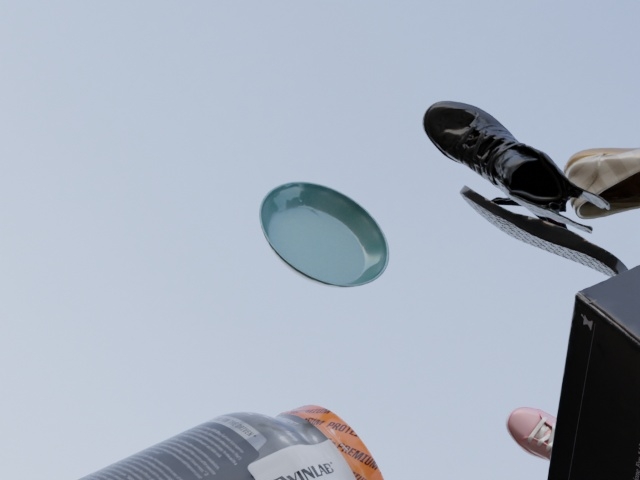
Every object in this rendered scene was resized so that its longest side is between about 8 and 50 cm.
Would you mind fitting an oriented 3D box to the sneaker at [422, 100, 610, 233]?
[{"bbox_3d":[0.158,-0.064,1.513,0.170,0.051,0.089,37,0,4],"label":"sneaker"}]

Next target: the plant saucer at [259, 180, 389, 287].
[{"bbox_3d":[0.000,0.000,1.553,0.119,0.119,0.021,44,-49,16],"label":"plant saucer"}]

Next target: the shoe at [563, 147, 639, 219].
[{"bbox_3d":[0.331,-0.061,1.675,0.219,0.058,0.077,-11,-55,15],"label":"shoe"}]

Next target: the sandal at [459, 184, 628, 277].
[{"bbox_3d":[0.209,-0.015,1.686,0.179,0.040,0.067,25,-7,30],"label":"sandal"}]

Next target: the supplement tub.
[{"bbox_3d":[-0.108,0.253,1.414,0.193,0.316,0.194,37,-41,41],"label":"supplement tub"}]

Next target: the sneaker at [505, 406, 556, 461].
[{"bbox_3d":[0.262,0.217,1.958,0.134,0.051,0.070,38,-19,7],"label":"sneaker"}]

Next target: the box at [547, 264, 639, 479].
[{"bbox_3d":[0.234,0.164,1.123,0.184,0.103,0.261,40,-39,38],"label":"box"}]
